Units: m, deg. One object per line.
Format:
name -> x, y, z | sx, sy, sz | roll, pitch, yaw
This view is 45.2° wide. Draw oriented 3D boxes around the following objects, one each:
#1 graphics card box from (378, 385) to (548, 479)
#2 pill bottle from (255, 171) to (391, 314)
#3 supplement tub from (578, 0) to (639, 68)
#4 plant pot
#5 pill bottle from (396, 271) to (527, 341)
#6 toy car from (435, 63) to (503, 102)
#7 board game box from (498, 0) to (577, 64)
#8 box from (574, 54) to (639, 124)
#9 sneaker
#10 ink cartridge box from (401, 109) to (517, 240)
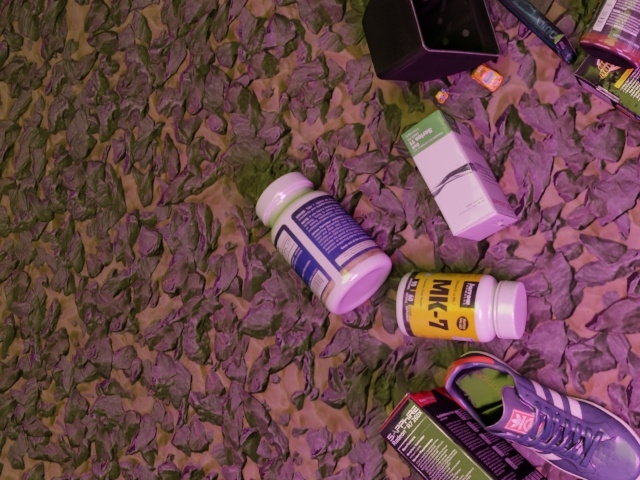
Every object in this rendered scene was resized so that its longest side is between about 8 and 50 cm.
graphics card box -> 0.285, 0.399, 1.248 | 0.371, 0.233, 0.094 | 41, 101, 24
pill bottle -> 0.000, 0.000, 1.476 | 0.153, 0.153, 0.264 | -48, 67, 17
supplement tub -> 0.490, -0.374, 1.186 | 0.106, 0.106, 0.198 | 30, 100, 27
plant pot -> 0.181, -0.382, 1.388 | 0.167, 0.188, 0.187 | -30, 71, 52
pill bottle -> 0.249, 0.117, 1.354 | 0.208, 0.119, 0.119 | 0, 86, 28
toy car -> 0.272, -0.280, 1.416 | 0.122, 0.040, 0.060 | -37, 70, 20
board game box -> 0.362, -0.386, 1.328 | 0.026, 0.126, 0.186 | -46, 67, 17
box -> 0.612, -0.320, 1.218 | 0.257, 0.079, 0.322 | 43, 106, 26
sneaker -> 0.356, 0.300, 1.265 | 0.350, 0.148, 0.131 | 24, 98, 27
ink cartridge box -> 0.247, -0.109, 1.353 | 0.087, 0.153, 0.208 | -33, 71, 23
